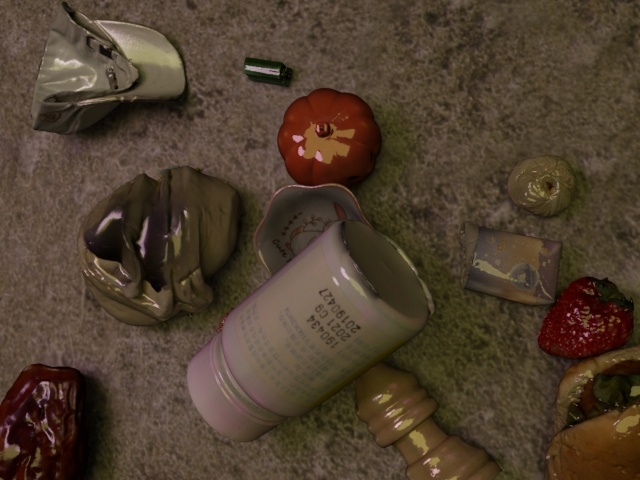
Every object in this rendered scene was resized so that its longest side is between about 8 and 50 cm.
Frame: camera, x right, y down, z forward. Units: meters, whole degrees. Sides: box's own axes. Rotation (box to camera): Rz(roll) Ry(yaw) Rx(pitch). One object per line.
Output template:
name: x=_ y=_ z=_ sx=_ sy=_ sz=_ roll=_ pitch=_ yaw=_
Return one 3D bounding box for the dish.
dish: x=0.000 y=0.000 z=1.146 sx=0.230 sy=0.081 sz=0.229 roll=4 pitch=104 yaw=16

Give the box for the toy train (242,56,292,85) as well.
toy train: x=-0.102 y=-0.325 z=1.237 sx=0.093 sy=0.056 sz=0.038 roll=13 pitch=89 yaw=15

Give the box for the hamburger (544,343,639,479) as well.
hamburger: x=0.466 y=0.263 z=0.952 sx=0.330 sy=0.162 sz=0.209 roll=-28 pitch=117 yaw=13

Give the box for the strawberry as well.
strawberry: x=0.432 y=0.135 z=1.040 sx=0.131 sy=0.131 sz=0.148 roll=31 pitch=111 yaw=14

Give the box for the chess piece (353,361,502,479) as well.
chess piece: x=0.146 y=0.299 z=1.083 sx=0.307 sy=0.124 sz=0.139 roll=53 pitch=125 yaw=16

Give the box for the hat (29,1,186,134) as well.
hat: x=-0.417 y=-0.310 z=1.272 sx=0.302 sy=0.168 sz=0.257 roll=2 pitch=61 yaw=-11

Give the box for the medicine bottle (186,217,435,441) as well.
medicine bottle: x=-0.027 y=0.151 z=1.035 sx=0.379 sy=0.213 sz=0.213 roll=-40 pitch=76 yaw=23

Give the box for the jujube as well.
jujube: x=-0.511 y=0.370 z=1.159 sx=0.197 sy=0.197 sz=0.290 roll=7 pitch=78 yaw=12

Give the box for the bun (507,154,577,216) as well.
bun: x=0.380 y=-0.096 z=1.104 sx=0.115 sy=0.069 sz=0.115 roll=-2 pitch=80 yaw=11

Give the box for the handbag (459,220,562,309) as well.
handbag: x=0.312 y=0.042 z=1.092 sx=0.173 sy=0.095 sz=0.117 roll=14 pitch=69 yaw=7

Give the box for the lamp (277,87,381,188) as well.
lamp: x=0.015 y=-0.177 z=1.140 sx=0.188 sy=0.164 sz=0.187 roll=-1 pitch=82 yaw=8

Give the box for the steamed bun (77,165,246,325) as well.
steamed bun: x=-0.297 y=0.003 z=1.158 sx=0.275 sy=0.206 sz=0.320 roll=26 pitch=84 yaw=15

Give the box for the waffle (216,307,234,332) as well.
waffle: x=-0.153 y=0.165 z=1.196 sx=0.075 sy=0.029 sz=0.083 roll=36 pitch=93 yaw=14

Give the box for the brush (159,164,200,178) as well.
brush: x=-0.275 y=-0.137 z=1.265 sx=0.083 sy=0.019 sz=0.021 roll=-10 pitch=71 yaw=11
